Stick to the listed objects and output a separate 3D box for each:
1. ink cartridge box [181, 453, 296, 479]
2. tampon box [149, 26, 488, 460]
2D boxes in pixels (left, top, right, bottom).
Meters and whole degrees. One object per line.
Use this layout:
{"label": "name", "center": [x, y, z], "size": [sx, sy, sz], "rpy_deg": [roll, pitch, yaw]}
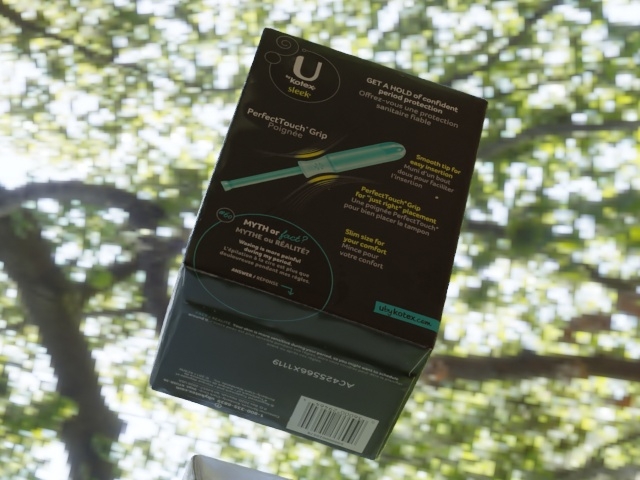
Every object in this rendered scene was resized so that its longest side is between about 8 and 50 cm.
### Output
{"label": "ink cartridge box", "center": [-0.038, 0.329, 1.230], "size": [0.198, 0.197, 0.270], "rpy_deg": [18, -71, -16]}
{"label": "tampon box", "center": [0.000, 0.000, 0.847], "size": [0.120, 0.101, 0.161], "rpy_deg": [19, -130, -3]}
